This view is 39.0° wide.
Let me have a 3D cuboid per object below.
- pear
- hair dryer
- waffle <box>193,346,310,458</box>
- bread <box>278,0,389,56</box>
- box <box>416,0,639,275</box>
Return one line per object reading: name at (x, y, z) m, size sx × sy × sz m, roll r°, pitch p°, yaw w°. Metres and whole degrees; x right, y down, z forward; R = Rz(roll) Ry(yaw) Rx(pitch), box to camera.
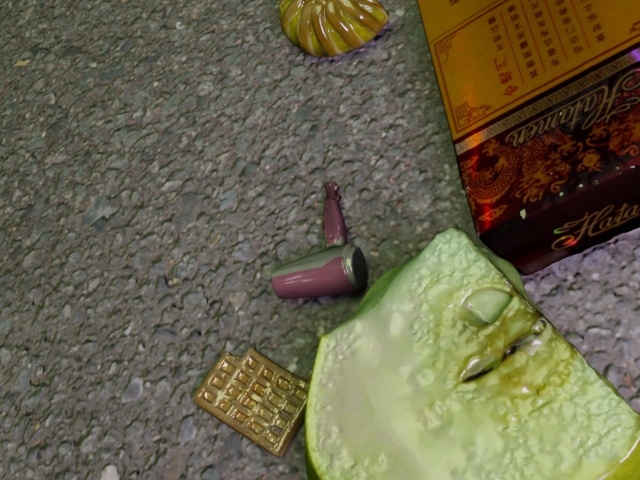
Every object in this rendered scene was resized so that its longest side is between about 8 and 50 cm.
pear at (0.122, 0.169, 0.817) m, size 0.282 × 0.176 × 0.286 m, roll -43°, pitch 55°, yaw 4°
hair dryer at (0.006, -0.003, 1.051) m, size 0.106 × 0.054 × 0.154 m, roll -9°, pitch 50°, yaw 27°
waffle at (-0.072, 0.171, 1.001) m, size 0.135 × 0.021 × 0.092 m, roll 26°, pitch 78°, yaw 33°
bread at (0.003, -0.288, 1.189) m, size 0.157 × 0.083 × 0.094 m, roll 30°, pitch 91°, yaw 34°
box at (0.256, -0.196, 0.954) m, size 0.264 × 0.116 × 0.415 m, roll -27°, pitch 54°, yaw 25°
